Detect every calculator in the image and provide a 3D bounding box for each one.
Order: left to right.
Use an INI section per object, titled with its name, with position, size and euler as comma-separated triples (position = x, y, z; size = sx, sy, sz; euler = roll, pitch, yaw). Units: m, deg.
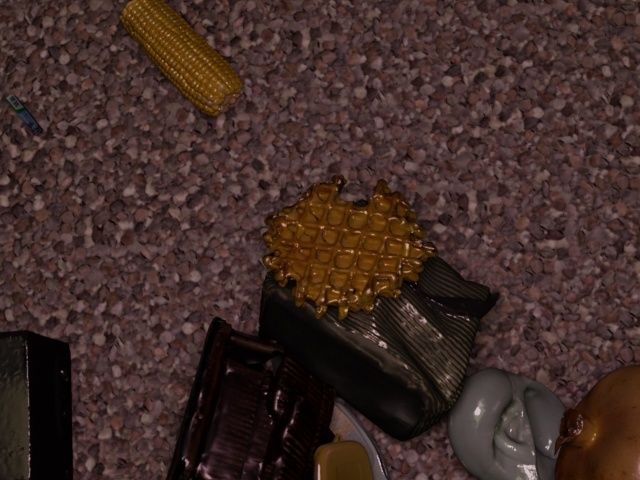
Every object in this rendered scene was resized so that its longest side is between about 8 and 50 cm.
[calculator]
position = 0.039, 0.402, 1.717
size = 0.033, 0.157, 0.236
euler = -11, 81, 35

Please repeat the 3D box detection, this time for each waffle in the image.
[waffle]
position = 0.035, 0.004, 1.705
size = 0.231, 0.051, 0.229
euler = -30, 62, -11

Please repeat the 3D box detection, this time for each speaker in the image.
[speaker]
position = -0.491, 0.277, 1.810
size = 0.184, 0.232, 0.254
euler = -5, 79, 4

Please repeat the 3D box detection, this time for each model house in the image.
[model house]
position = -0.081, 0.330, 1.789
size = 0.282, 0.297, 0.317
euler = 16, 59, -5

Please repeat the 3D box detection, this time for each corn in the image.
[corn]
position = -0.234, -0.312, 1.971
size = 0.093, 0.093, 0.244
euler = -44, 80, -5

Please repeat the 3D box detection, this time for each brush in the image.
[brush]
position = 0.091, 0.363, 1.822
size = 0.068, 0.060, 0.297
euler = -45, 64, 13

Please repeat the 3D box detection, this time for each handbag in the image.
[handbag]
position = 0.091, 0.116, 1.805
size = 0.340, 0.247, 0.240
euler = 36, 67, 10

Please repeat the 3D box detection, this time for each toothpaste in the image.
[toothpaste]
position = -0.505, -0.215, 2.007
size = 0.017, 0.020, 0.083
euler = -41, 80, 0

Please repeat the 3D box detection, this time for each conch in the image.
[conch]
position = 0.292, 0.293, 1.811
size = 0.185, 0.121, 0.221
euler = -41, 101, -6

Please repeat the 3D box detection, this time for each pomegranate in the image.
[pomegranate]
position = 0.483, 0.327, 1.712
size = 0.319, 0.319, 0.319
euler = -1, 80, 4

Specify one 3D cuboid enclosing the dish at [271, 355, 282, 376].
[dish]
position = -0.039, 0.226, 1.887
size = 0.091, 0.039, 0.137
euler = -20, 79, 0
